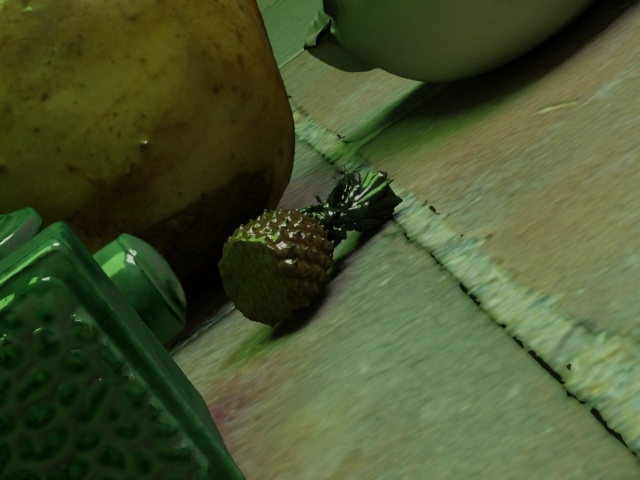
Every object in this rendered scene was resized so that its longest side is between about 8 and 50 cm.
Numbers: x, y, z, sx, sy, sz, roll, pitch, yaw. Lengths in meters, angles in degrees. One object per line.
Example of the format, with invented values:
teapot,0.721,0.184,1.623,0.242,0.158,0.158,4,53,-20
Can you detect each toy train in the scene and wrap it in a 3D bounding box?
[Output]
toy train,-0.171,0.097,0.734,0.266,0.145,0.202,-37,16,-2

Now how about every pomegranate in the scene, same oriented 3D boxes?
pomegranate,-0.147,-0.079,1.020,0.281,0.281,0.281,-34,13,9

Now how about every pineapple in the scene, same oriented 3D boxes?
pineapple,0.000,0.000,0.875,0.058,0.058,0.124,-24,3,41

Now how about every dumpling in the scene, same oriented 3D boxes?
dumpling,0.112,-0.189,1.044,0.227,0.175,0.243,-10,13,-32
